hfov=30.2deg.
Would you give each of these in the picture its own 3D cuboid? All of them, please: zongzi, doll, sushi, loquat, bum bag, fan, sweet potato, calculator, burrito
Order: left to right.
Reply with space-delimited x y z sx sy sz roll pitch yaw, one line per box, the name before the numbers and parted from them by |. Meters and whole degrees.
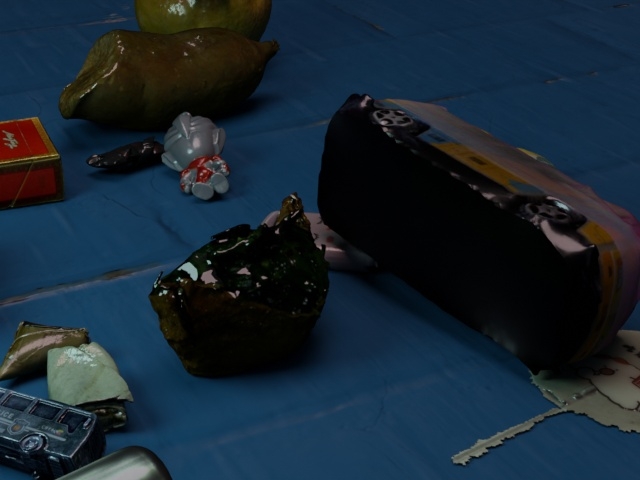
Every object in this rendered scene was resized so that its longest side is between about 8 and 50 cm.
zongzi | -0.268 0.113 1.150 0.076 0.040 0.083 4 30 7
burrito | -0.218 0.133 1.104 0.074 0.044 0.118 -15 31 -11
bum bag | -0.257 -0.116 1.619 0.124 0.034 0.058 -23 26 -40
sweet potato | -0.214 -0.243 1.768 0.369 0.158 0.158 -7 26 -30
doll | -0.165 -0.114 1.584 0.094 0.079 0.180 -26 43 0
loquat | -0.195 -0.396 1.969 0.244 0.244 0.244 1 26 0
sushi | -0.056 0.038 1.192 0.149 0.140 0.287 10 28 33
calculator | 0.000 0.000 1.394 0.175 0.032 0.100 5 28 8
fan | 0.246 0.149 1.125 0.329 0.009 0.191 -17 32 -32

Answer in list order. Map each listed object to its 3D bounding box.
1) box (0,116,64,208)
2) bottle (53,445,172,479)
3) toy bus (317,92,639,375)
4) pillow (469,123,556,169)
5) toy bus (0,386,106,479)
box | -0.465 -0.091 1.530 0.239 0.074 0.153 -11 25 -20
bottle | -0.226 0.233 0.873 0.253 0.079 0.096 -23 -3 -39
toy bus | 0.179 -0.022 1.253 0.162 0.171 0.386 -14 36 -37
pillow | 0.183 -0.112 1.586 0.214 0.086 0.233 -4 22 -34
toy bus | -0.264 0.163 1.024 0.166 0.047 0.065 12 42 23
